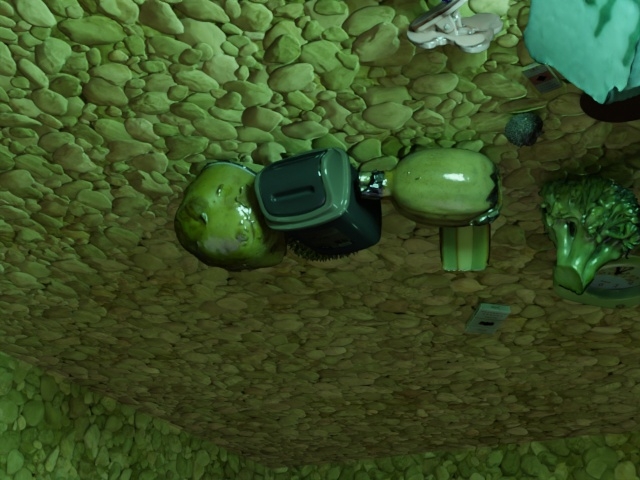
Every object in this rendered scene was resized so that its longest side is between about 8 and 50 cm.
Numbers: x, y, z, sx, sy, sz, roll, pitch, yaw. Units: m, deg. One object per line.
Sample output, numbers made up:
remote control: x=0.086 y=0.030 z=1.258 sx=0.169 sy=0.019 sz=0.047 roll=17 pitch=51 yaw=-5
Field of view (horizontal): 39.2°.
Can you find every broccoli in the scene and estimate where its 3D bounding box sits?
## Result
broccoli: x=0.564 y=-0.016 z=1.953 sx=0.247 sy=0.246 sz=0.288 roll=27 pitch=159 yaw=18

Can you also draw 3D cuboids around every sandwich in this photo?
sandwich: x=0.321 y=-0.043 z=2.004 sx=0.117 sy=0.187 sz=0.144 roll=-1 pitch=157 yaw=8

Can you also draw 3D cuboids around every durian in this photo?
durian: x=-0.001 y=0.010 z=2.195 sx=0.220 sy=0.137 sz=0.096 roll=7 pitch=116 yaw=-11

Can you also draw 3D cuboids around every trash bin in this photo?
trash bin: x=0.002 y=-0.085 z=1.977 sx=0.209 sy=0.182 sz=0.290 roll=-13 pitch=153 yaw=25

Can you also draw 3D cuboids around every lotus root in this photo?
lotus root: x=0.231 y=-0.113 z=1.898 sx=0.309 sy=0.183 sz=0.183 roll=2 pitch=151 yaw=6

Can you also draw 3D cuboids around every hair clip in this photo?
hair clip: x=0.224 y=-0.355 z=1.525 sx=0.138 sy=0.123 sz=0.102 roll=-28 pitch=110 yaw=37

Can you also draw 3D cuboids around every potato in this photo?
potato: x=-0.213 y=-0.015 z=2.052 sx=0.246 sy=0.196 sz=0.300 roll=8 pitch=146 yaw=29

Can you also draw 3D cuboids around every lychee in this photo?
lychee: x=0.406 y=-0.220 z=1.781 sx=0.083 sy=0.068 sz=0.067 roll=8 pitch=-162 yaw=29

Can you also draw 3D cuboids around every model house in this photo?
model house: x=0.530 y=-0.385 z=1.355 sx=0.329 sy=0.252 sz=0.295 roll=-12 pitch=131 yaw=-17

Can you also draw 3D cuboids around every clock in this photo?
clock: x=0.741 y=0.066 z=2.227 sx=0.235 sy=0.096 sz=0.308 roll=13 pitch=150 yaw=-13

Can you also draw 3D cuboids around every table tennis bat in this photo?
table tennis bat: x=0.620 y=-0.280 z=1.677 sx=0.274 sy=0.021 sz=0.154 roll=-15 pitch=149 yaw=40

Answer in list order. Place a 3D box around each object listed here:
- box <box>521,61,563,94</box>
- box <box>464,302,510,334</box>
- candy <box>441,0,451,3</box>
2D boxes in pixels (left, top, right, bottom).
box: x=0.415 y=-0.305 z=1.681 sx=0.046 sy=0.012 sz=0.083 roll=-16 pitch=147 yaw=35
box: x=0.489 y=0.231 z=2.636 sx=0.090 sy=0.024 sz=0.167 roll=7 pitch=150 yaw=-5
candy: x=0.091 y=-0.459 z=1.396 sx=0.312 sy=0.061 sz=0.088 roll=16 pitch=147 yaw=-20
